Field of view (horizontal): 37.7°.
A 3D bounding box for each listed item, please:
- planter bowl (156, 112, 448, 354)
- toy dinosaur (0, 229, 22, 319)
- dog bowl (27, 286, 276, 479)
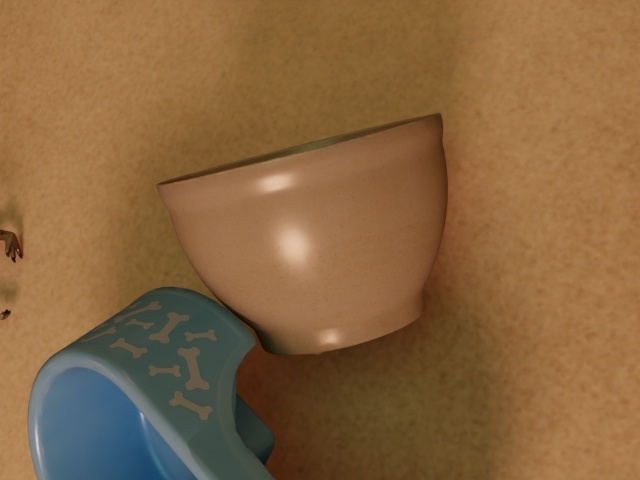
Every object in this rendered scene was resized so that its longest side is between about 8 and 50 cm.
[{"bbox_3d":[0.000,0.000,0.528,0.162,0.162,0.109,-12,97,16],"label":"planter bowl"},{"bbox_3d":[-0.266,0.014,0.662,0.093,0.053,0.183,-8,72,19],"label":"toy dinosaur"},{"bbox_3d":[-0.049,0.156,0.487,0.297,0.074,0.166,43,127,24],"label":"dog bowl"}]
